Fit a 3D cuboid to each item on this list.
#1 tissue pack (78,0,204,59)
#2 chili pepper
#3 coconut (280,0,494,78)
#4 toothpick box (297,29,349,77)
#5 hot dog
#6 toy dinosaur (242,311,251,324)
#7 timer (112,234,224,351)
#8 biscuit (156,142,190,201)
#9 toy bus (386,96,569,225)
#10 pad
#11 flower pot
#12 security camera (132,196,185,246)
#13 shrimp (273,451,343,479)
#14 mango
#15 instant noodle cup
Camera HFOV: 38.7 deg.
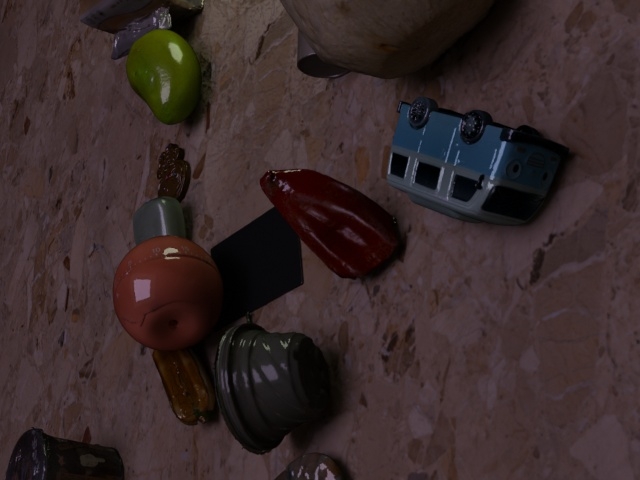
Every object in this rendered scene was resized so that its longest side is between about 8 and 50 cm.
[{"bbox_3d":[-0.471,-0.609,2.372,0.305,0.238,0.238,-11,68,48],"label":"tissue pack"},{"bbox_3d":[0.011,-0.044,1.536,0.136,0.252,0.144,-56,29,-8],"label":"chili pepper"},{"bbox_3d":[0.096,-0.493,1.517,0.415,0.344,0.415,2,94,29],"label":"coconut"},{"bbox_3d":[0.010,-0.423,1.784,0.111,0.111,0.181,-16,66,48],"label":"toothpick box"},{"bbox_3d":[-0.280,0.296,1.912,0.104,0.076,0.250,-43,47,6],"label":"hot dog"},{"bbox_3d":[-0.165,0.203,1.843,0.120,0.029,0.060,-61,23,24],"label":"toy dinosaur"},{"bbox_3d":[-0.315,0.108,1.885,0.229,0.229,0.215,-54,32,23],"label":"timer"},{"bbox_3d":[-0.365,-0.161,2.222,0.124,0.026,0.175,-46,45,30],"label":"biscuit"},{"bbox_3d":[0.225,-0.114,1.385,0.271,0.133,0.165,28,103,55],"label":"toy bus"},{"bbox_3d":[-0.138,0.051,1.876,0.300,0.005,0.202,-31,54,41],"label":"pad"},{"bbox_3d":[-0.070,0.245,1.576,0.140,0.235,0.235,-15,63,21],"label":"flower pot"},{"bbox_3d":[-0.364,0.050,2.106,0.157,0.080,0.301,-22,70,43],"label":"security camera"},{"bbox_3d":[-0.042,0.467,1.562,0.254,0.059,0.145,-47,54,23],"label":"shrimp"},{"bbox_3d":[-0.373,-0.406,2.227,0.185,0.149,0.273,-56,48,16],"label":"mango"},{"bbox_3d":[-0.583,0.548,2.079,0.217,0.207,0.217,-24,58,46],"label":"instant noodle cup"}]
